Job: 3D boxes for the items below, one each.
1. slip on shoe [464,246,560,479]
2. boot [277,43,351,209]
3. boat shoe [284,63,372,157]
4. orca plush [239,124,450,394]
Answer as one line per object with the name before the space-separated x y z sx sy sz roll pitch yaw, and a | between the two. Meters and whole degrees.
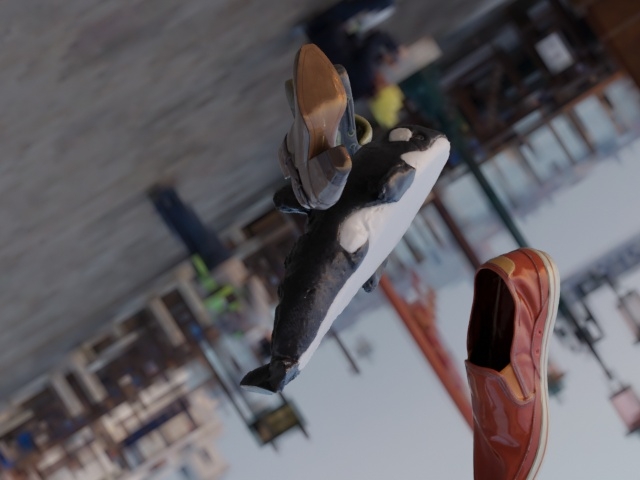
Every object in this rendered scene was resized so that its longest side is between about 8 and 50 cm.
slip on shoe | 0.223 0.173 2.234 0.101 0.331 0.123 0 -171 -38
boot | -0.011 -0.082 1.379 0.042 0.118 0.087 -9 170 -24
boat shoe | 0.022 -0.106 1.932 0.073 0.080 0.223 -25 144 -2
orca plush | 0.000 0.000 1.542 0.287 0.102 0.151 -59 166 -13
